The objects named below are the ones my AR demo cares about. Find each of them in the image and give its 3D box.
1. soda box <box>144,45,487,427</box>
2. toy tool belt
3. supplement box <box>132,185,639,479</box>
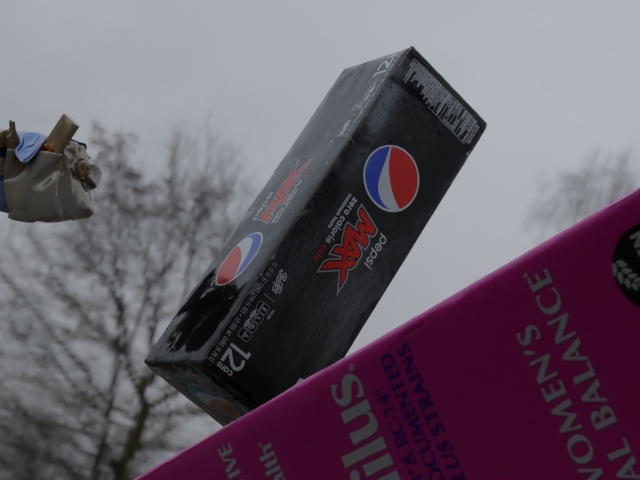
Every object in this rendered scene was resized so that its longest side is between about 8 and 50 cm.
[{"bbox_3d":[0.000,0.000,0.623,0.053,0.169,0.060,42,-23,-21],"label":"soda box"},{"bbox_3d":[-0.141,-0.039,0.706,0.052,0.051,0.083,-6,14,-43],"label":"toy tool belt"},{"bbox_3d":[0.065,0.070,0.395,0.220,0.111,0.114,-34,-16,38],"label":"supplement box"}]
